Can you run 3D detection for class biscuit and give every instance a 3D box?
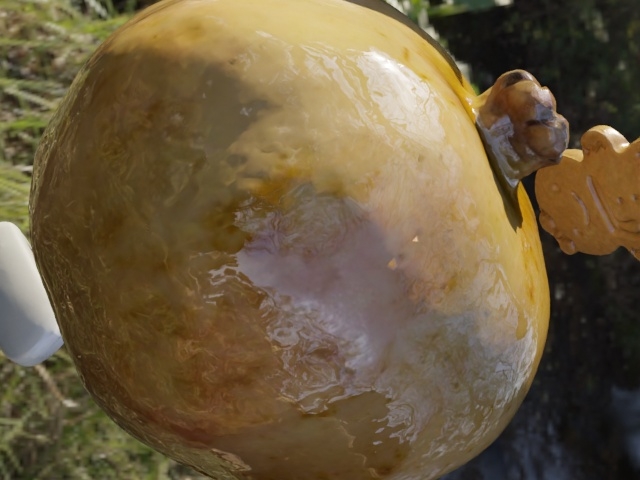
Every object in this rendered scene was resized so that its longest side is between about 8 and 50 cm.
[{"bbox_3d":[0.256,-0.040,1.110,0.027,0.184,0.133,-35,115,-29],"label":"biscuit"}]

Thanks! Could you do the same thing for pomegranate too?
[{"bbox_3d":[0.000,0.000,0.919,0.411,0.411,0.411,9,79,-54],"label":"pomegranate"}]

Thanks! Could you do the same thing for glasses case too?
[{"bbox_3d":[-0.380,0.063,1.549,0.092,0.233,0.059,-41,140,-1],"label":"glasses case"}]
